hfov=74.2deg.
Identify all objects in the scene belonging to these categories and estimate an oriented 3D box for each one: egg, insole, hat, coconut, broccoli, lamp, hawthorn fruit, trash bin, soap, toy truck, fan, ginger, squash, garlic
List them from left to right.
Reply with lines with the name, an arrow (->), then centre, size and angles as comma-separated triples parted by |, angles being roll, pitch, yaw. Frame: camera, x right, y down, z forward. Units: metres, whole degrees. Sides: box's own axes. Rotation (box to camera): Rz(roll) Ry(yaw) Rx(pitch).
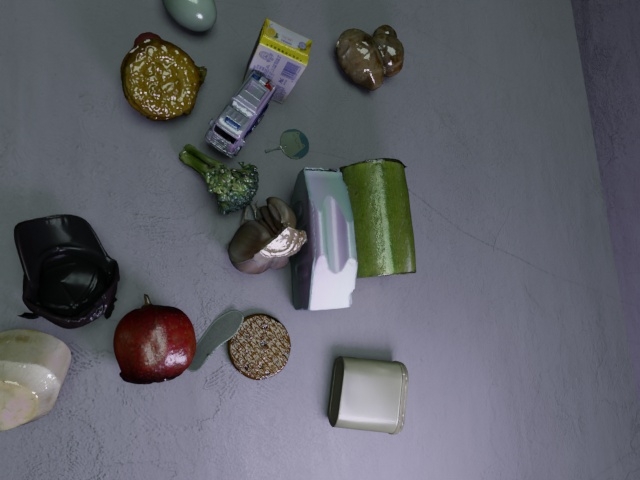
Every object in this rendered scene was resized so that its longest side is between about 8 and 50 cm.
coconut -> -0.749, 0.335, 1.048 | 0.240, 0.241, 0.242 | 4, 80, -22
hat -> -0.696, 0.106, 1.149 | 0.238, 0.209, 0.336 | -19, 71, -44
lamp -> -0.539, -0.606, 1.344 | 0.101, 0.090, 0.101 | -17, 126, -25
hawthorn fruit -> -0.461, 0.272, 1.186 | 0.215, 0.215, 0.250 | -13, 82, -24
egg -> -0.428, -0.777, 1.384 | 0.192, 0.149, 0.149 | 38, 69, -11
broccoli -> -0.333, -0.192, 1.318 | 0.274, 0.177, 0.199 | 27, 27, -10
insole -> -0.332, 0.307, 1.317 | 0.080, 0.003, 0.232 | 39, 71, 13
toy truck -> -0.255, -0.409, 1.365 | 0.124, 0.155, 0.268 | 33, 52, -14
garlic -> -0.178, -0.016, 1.337 | 0.209, 0.292, 0.238 | -2, 107, -32
fan -> -0.120, -0.341, 1.523 | 0.175, 0.005, 0.114 | -21, 91, -26
soap -> 0.000, 0.000, 1.381 | 0.156, 0.261, 0.447 | 0, 83, -20
trash bin -> 0.164, 0.524, 1.446 | 0.247, 0.121, 0.244 | 13, 77, -18
squash -> 0.185, -0.063, 1.469 | 0.262, 0.263, 0.385 | -1, 82, -23
ginger -> 0.213, -0.726, 1.657 | 0.304, 0.155, 0.245 | -30, 87, -32

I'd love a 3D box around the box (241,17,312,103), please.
box -> -0.151, -0.586, 1.409 | 0.168, 0.265, 0.097 | 18, 73, -17

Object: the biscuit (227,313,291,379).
biscuit -> -0.197, 0.342, 1.366 | 0.211, 0.036, 0.213 | 4, 78, -21

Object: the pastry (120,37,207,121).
pastry -> -0.482, -0.483, 1.293 | 0.235, 0.132, 0.240 | 27, 97, -35
